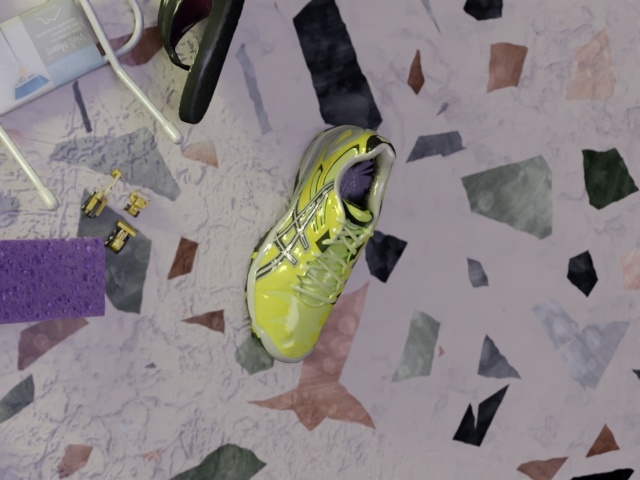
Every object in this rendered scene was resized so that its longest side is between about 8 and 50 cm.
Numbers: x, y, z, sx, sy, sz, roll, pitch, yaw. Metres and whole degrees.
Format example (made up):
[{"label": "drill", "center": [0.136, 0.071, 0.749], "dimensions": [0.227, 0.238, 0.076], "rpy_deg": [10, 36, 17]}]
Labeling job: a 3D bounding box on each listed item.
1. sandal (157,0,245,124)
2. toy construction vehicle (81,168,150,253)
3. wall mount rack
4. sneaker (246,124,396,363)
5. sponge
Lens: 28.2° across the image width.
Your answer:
[{"label": "sandal", "center": [-0.167, -0.381, 1.872], "dimensions": [0.107, 0.167, 0.446], "rpy_deg": [12, 77, 1]}, {"label": "toy construction vehicle", "center": [-0.296, -0.042, 1.857], "dimensions": [0.086, 0.035, 0.098], "rpy_deg": [40, 74, -19]}, {"label": "wall mount rack", "center": [-0.365, -0.222, 1.775], "dimensions": [0.350, 0.130, 0.304], "rpy_deg": [-31, 102, -20]}, {"label": "sneaker", "center": [0.000, 0.000, 1.930], "dimensions": [0.145, 0.147, 0.384], "rpy_deg": [20, 83, -25]}, {"label": "sponge", "center": [-0.394, 0.055, 1.777], "dimensions": [0.210, 0.031, 0.117], "rpy_deg": [-2, 92, -45]}]
